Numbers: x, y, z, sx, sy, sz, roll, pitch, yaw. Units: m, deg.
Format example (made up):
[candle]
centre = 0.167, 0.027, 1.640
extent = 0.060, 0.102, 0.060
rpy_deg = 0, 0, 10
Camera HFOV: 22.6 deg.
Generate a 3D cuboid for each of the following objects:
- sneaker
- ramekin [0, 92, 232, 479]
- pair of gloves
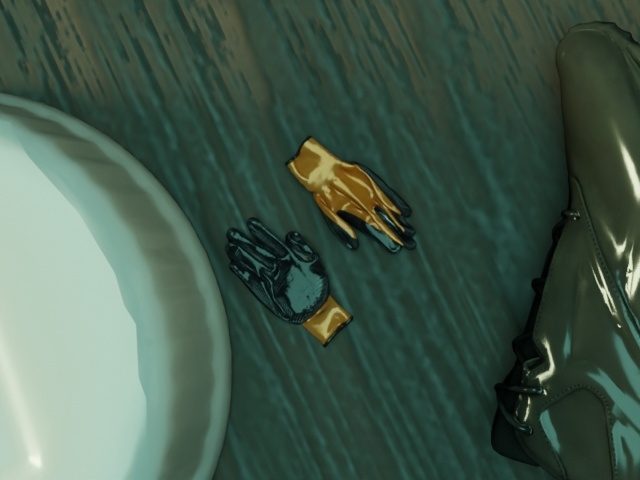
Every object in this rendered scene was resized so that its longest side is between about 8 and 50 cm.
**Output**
[sneaker]
centre = 0.133, 0.043, 0.724
extent = 0.130, 0.109, 0.286
rpy_deg = -12, 84, 10
[ramekin]
centre = -0.181, 0.062, 0.709
extent = 0.277, 0.135, 0.277
rpy_deg = 0, 88, 1
[pair of gloves]
centre = 0.000, 0.000, 0.770
extent = 0.074, 0.010, 0.083
rpy_deg = 40, 92, 1
